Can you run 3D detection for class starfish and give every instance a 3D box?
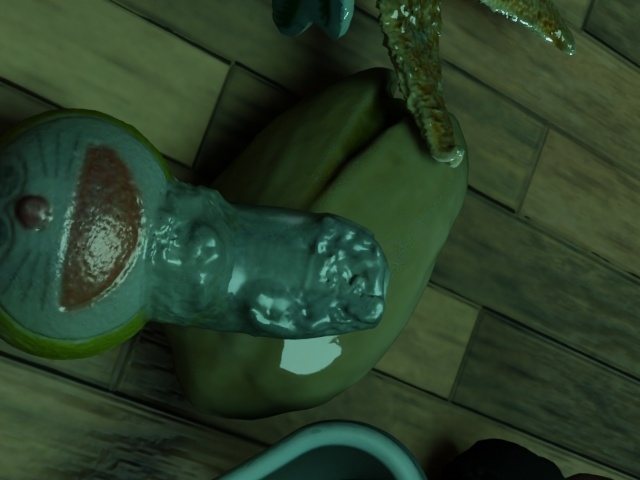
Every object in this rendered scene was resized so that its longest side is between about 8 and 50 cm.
[{"bbox_3d":[0.046,-0.152,0.991,0.295,0.048,0.231,41,42,-36],"label":"starfish"}]

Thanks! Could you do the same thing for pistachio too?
[{"bbox_3d":[0.000,0.000,0.982,0.226,0.136,0.136,-53,129,-29],"label":"pistachio"}]

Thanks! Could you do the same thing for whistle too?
[{"bbox_3d":[-0.078,0.003,0.865,0.123,0.223,0.123,10,90,-87],"label":"whistle"}]

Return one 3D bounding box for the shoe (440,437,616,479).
[{"bbox_3d":[0.104,0.189,1.112,0.291,0.114,0.137,7,100,-45],"label":"shoe"}]

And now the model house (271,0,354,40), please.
[{"bbox_3d":[0.009,-0.297,0.780,0.300,0.324,0.340,-44,125,-25],"label":"model house"}]

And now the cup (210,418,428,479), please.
[{"bbox_3d":[0.008,0.288,0.891,0.311,0.257,0.331,-27,112,2],"label":"cup"}]
